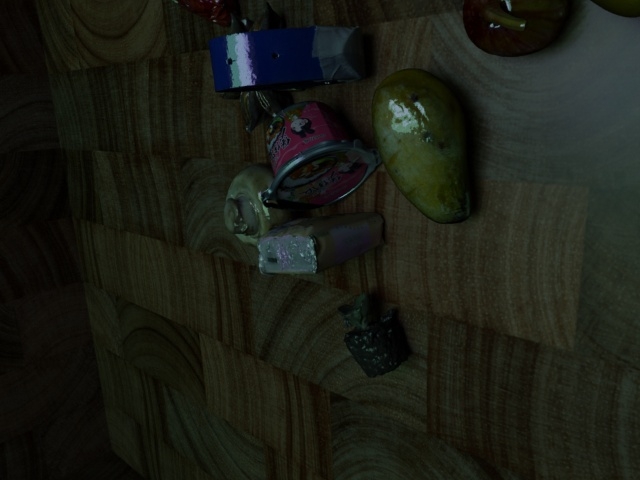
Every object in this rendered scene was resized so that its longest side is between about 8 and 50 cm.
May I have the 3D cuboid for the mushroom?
[{"bbox_3d":[-0.172,-0.093,1.468,0.254,0.184,0.255,19,113,54],"label":"mushroom"}]

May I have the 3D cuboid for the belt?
[{"bbox_3d":[-0.067,-0.400,1.161,0.212,0.346,0.118,-158,60,-66],"label":"belt"}]

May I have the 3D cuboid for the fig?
[{"bbox_3d":[0.314,-0.393,0.892,0.175,0.207,0.175,25,126,38],"label":"fig"}]

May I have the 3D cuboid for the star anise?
[{"bbox_3d":[-0.154,-0.453,1.383,0.331,0.117,0.332,12,113,31],"label":"star anise"}]

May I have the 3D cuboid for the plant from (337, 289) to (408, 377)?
[{"bbox_3d":[0.127,0.232,1.316,0.142,0.131,0.203,-20,98,46],"label":"plant"}]

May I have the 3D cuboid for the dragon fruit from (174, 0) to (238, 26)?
[{"bbox_3d":[-0.330,-0.750,1.434,0.240,0.302,0.330,-37,93,11],"label":"dragon fruit"}]

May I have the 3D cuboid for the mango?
[{"bbox_3d":[0.217,-0.191,1.090,0.330,0.175,0.176,67,171,-23],"label":"mango"}]

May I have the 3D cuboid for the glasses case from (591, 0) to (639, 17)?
[{"bbox_3d":[0.397,-0.492,0.804,0.371,0.173,0.141,57,132,18],"label":"glasses case"}]

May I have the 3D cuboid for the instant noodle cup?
[{"bbox_3d":[-0.023,-0.214,1.262,0.258,0.302,0.182,96,154,-64],"label":"instant noodle cup"}]

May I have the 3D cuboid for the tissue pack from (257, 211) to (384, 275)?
[{"bbox_3d":[0.000,0.000,1.275,0.214,0.256,0.123,-2,104,45],"label":"tissue pack"}]
